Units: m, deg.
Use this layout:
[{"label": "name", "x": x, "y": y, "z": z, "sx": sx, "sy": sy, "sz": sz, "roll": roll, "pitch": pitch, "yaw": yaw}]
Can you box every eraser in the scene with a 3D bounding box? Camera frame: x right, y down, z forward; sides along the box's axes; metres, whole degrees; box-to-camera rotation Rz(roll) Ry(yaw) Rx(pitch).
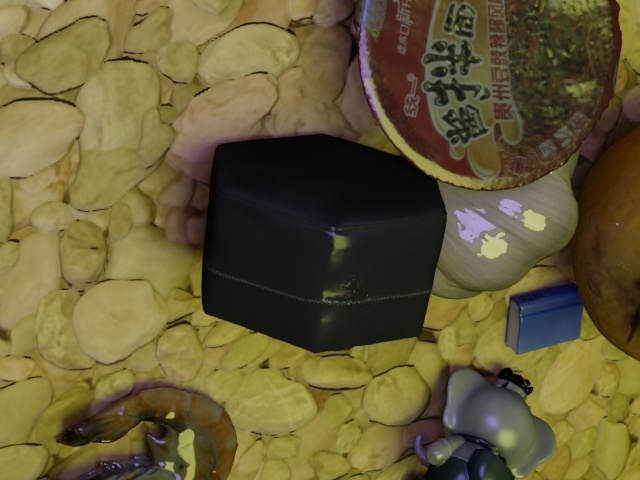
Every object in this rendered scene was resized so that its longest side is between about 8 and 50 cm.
[{"label": "eraser", "x": 0.244, "y": 0.084, "z": 1.921, "sx": 0.084, "sy": 0.027, "sz": 0.063, "roll": -12, "pitch": 120, "yaw": -25}]

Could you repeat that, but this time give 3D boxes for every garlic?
[{"label": "garlic", "x": 0.171, "y": -0.032, "z": 1.743, "sx": 0.178, "sy": 0.143, "sz": 0.229, "roll": 18, "pitch": 114, "yaw": -39}]

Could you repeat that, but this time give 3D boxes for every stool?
[{"label": "stool", "x": 0.000, "y": 0.000, "z": 1.604, "sx": 0.232, "sy": 0.232, "sz": 0.141, "roll": -6, "pitch": 116, "yaw": -29}]

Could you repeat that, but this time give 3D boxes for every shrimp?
[{"label": "shrimp", "x": -0.187, "y": 0.212, "z": 1.705, "sx": 0.254, "sy": 0.059, "sz": 0.145, "roll": 1, "pitch": 112, "yaw": -33}]

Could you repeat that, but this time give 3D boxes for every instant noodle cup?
[{"label": "instant noodle cup", "x": 0.143, "y": -0.185, "z": 1.647, "sx": 0.274, "sy": 0.091, "sz": 0.274, "roll": -3, "pitch": 97, "yaw": -20}]

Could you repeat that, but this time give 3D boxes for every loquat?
[{"label": "loquat", "x": 0.386, "y": 0.009, "z": 1.809, "sx": 0.275, "sy": 0.275, "sz": 0.275, "roll": -15, "pitch": 122, "yaw": -25}]

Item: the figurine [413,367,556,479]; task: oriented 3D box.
[{"label": "figurine", "x": 0.171, "y": 0.219, "z": 1.893, "sx": 0.147, "sy": 0.126, "sz": 0.192, "roll": 42, "pitch": 63, "yaw": -14}]
